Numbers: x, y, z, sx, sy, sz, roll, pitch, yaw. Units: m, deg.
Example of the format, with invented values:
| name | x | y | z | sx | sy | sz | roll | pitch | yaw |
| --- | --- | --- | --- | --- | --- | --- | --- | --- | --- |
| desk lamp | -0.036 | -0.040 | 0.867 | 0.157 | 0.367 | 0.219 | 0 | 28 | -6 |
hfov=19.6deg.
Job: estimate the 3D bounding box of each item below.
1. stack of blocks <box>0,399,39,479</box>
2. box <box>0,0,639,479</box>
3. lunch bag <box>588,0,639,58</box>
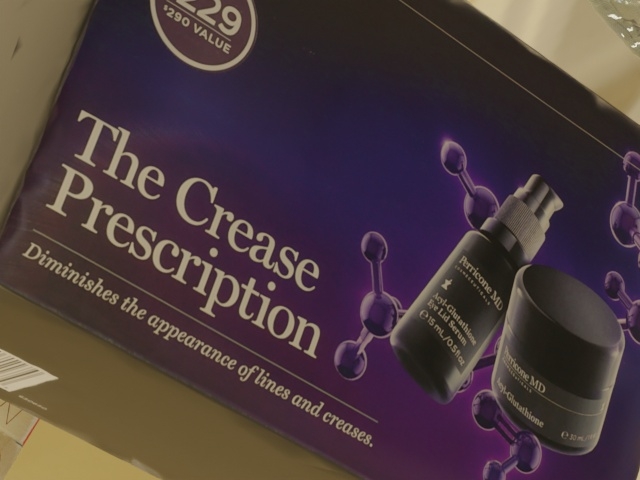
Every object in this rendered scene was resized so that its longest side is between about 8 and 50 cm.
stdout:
| name | x | y | z | sx | sy | sz | roll | pitch | yaw |
| --- | --- | --- | --- | --- | --- | --- | --- | --- | --- |
| stack of blocks | -0.187 | 0.045 | 1.130 | 0.297 | 0.087 | 0.171 | -60 | 8 | -33 |
| box | 0.000 | 0.000 | 0.655 | 0.103 | 0.261 | 0.184 | -20 | 47 | 50 |
| lunch bag | 0.249 | -0.196 | 0.967 | 0.287 | 0.235 | 0.168 | 34 | -119 | -57 |
